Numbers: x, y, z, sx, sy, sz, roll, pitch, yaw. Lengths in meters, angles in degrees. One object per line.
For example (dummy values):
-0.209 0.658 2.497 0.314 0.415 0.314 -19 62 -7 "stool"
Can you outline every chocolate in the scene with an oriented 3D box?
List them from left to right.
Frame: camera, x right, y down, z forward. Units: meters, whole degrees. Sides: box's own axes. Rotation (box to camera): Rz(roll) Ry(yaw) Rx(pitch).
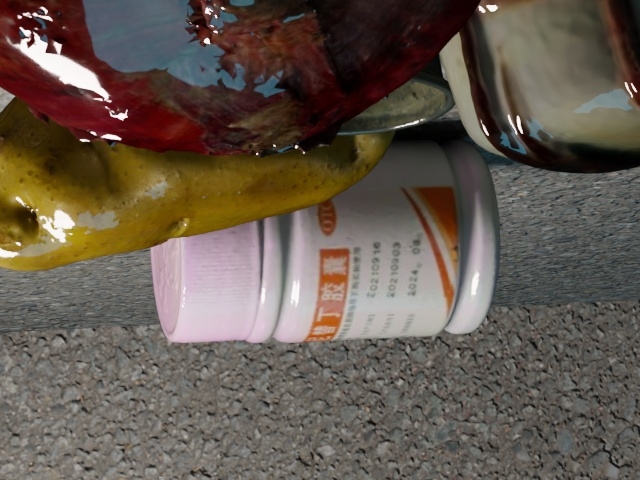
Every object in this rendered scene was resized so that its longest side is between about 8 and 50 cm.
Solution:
0.188 -0.139 1.138 0.284 0.186 0.283 -3 169 -1 "chocolate"

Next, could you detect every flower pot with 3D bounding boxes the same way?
0.018 -0.144 1.269 0.158 0.106 0.157 -1 169 0 "flower pot"

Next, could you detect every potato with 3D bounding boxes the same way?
-0.121 -0.074 1.475 0.369 0.176 0.195 -10 153 -14 "potato"

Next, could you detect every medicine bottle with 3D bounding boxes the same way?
0.000 0.000 1.767 0.316 0.202 0.202 -2 169 -13 "medicine bottle"

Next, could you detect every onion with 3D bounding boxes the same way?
-0.046 -0.161 0.720 0.276 0.276 0.276 -4 169 -1 "onion"
